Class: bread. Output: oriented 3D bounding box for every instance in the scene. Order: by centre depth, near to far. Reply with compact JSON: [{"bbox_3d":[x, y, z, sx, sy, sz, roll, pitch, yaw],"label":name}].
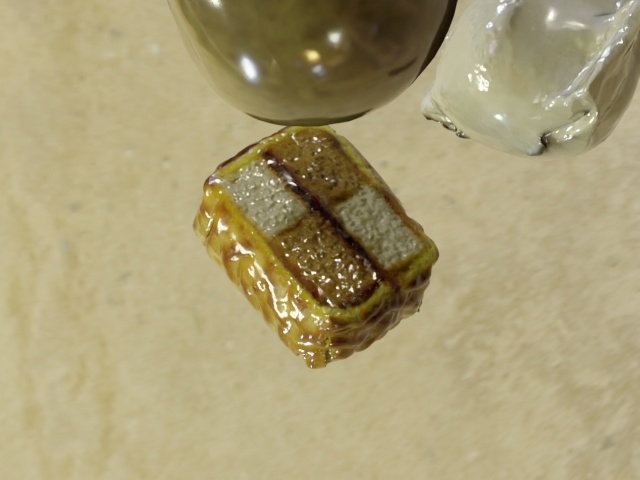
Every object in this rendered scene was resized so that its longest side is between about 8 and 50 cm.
[{"bbox_3d":[0.000,0.000,1.831,0.222,0.181,0.096,50,148,24],"label":"bread"}]

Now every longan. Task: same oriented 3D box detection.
[{"bbox_3d":[-0.012,-0.198,1.503,0.246,0.246,0.215,-36,43,20],"label":"longan"}]

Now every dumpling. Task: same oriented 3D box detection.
[{"bbox_3d":[0.190,-0.186,1.736,0.243,0.175,0.227,17,77,30],"label":"dumpling"}]
